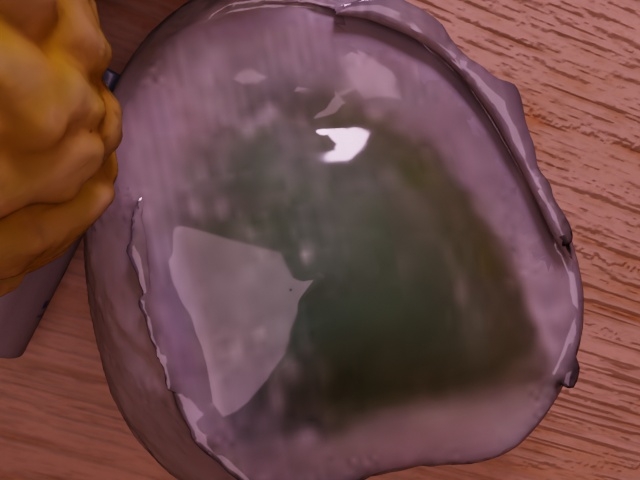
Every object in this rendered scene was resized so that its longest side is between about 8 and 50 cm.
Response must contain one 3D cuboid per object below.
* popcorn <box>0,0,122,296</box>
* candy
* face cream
[{"bbox_3d":[-0.299,-0.099,0.449,0.381,0.349,0.349,-22,102,-25],"label":"popcorn"},{"bbox_3d":[0.000,0.000,0.638,0.386,0.186,0.427,-19,98,-12],"label":"candy"},{"bbox_3d":[-0.227,-0.029,0.651,0.077,0.077,0.250,27,95,-12],"label":"face cream"}]
